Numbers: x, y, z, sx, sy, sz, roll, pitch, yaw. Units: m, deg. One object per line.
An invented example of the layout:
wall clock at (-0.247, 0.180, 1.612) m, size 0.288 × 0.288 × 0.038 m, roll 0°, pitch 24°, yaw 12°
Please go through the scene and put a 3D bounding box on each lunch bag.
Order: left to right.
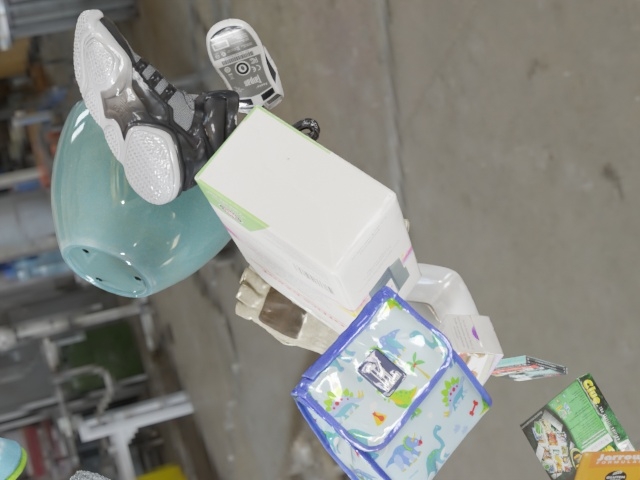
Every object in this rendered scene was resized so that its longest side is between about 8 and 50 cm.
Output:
lunch bag at (0.057, 0.133, 1.240) m, size 0.096 × 0.129 × 0.151 m, roll 10°, pitch 143°, yaw 55°

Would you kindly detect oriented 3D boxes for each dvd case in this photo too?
dvd case at (0.294, 0.188, 2.111) m, size 0.087 × 0.119 × 0.013 m, roll -14°, pitch 68°, yaw 38°

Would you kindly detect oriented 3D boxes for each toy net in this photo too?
toy net at (-0.469, 0.268, 1.801) m, size 0.232 × 0.122 × 0.045 m, roll 16°, pitch 149°, yaw 45°

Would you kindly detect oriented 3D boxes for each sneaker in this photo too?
sneaker at (-0.193, -0.172, 1.759) m, size 0.268 × 0.153 × 0.101 m, roll 62°, pitch 146°, yaw 18°

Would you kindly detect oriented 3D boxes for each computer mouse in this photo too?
computer mouse at (-0.080, -0.196, 1.807) m, size 0.042 × 0.106 × 0.193 m, roll -83°, pitch -26°, yaw -59°

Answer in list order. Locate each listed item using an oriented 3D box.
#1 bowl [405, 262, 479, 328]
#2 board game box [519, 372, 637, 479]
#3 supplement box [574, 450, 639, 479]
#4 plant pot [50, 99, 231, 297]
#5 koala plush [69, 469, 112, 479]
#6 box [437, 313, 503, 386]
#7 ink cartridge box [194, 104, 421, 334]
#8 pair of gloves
bowl at (0.150, 0.103, 2.020) m, size 0.142 × 0.053 × 0.142 m, roll 4°, pitch 130°, yaw 42°
board game box at (0.383, 0.298, 2.171) m, size 0.136 × 0.030 × 0.259 m, roll 63°, pitch 160°, yaw 15°
supplement box at (0.222, 0.261, 1.118) m, size 0.233 × 0.078 × 0.080 m, roll -55°, pitch -46°, yaw -55°
plant pot at (-0.258, -0.036, 2.011) m, size 0.290 × 0.290 × 0.195 m, roll 121°, pitch 172°, yaw -64°
koala plush at (-0.231, 0.419, 1.672) m, size 0.203 × 0.221 × 0.196 m, roll -70°, pitch 4°, yaw -48°
box at (0.133, 0.218, 1.831) m, size 0.067 × 0.063 × 0.324 m, roll -105°, pitch 29°, yaw -41°
ink cartridge box at (0.000, 0.000, 1.732) m, size 0.207 × 0.119 × 0.353 m, roll 34°, pitch 169°, yaw 19°
pair of gloves at (-0.001, 0.043, 1.947) m, size 0.042 × 0.204 × 0.240 m, roll -47°, pitch -24°, yaw -64°
